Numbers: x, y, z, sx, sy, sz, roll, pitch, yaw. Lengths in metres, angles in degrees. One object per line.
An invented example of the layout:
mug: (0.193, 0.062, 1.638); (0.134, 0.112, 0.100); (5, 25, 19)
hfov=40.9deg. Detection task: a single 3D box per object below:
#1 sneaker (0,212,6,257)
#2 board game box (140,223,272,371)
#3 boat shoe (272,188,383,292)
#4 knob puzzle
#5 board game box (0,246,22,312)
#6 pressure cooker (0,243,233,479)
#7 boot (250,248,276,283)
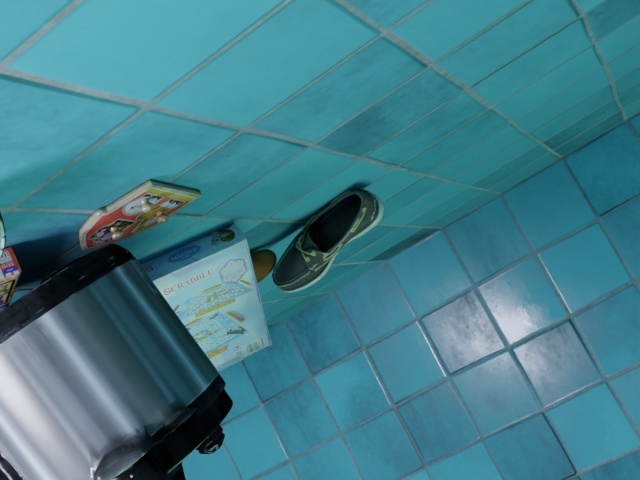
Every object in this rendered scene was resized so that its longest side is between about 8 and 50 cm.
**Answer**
sneaker: (-0.463, 0.014, 1.034); (0.208, 0.082, 0.094); (-33, 166, 27)
board game box: (-0.275, 0.159, 1.759); (0.318, 0.066, 0.318); (-24, 133, -18)
boat shoe: (0.000, 0.000, 1.982); (0.324, 0.117, 0.096); (-40, 156, 17)
knob puzzle: (-0.301, -0.028, 1.369); (0.213, 0.030, 0.213); (-27, 170, -5)
board game box: (-0.535, 0.086, 1.278); (0.146, 0.045, 0.193); (-20, 167, -34)
pressure cooker: (-0.348, 0.263, 1.374); (0.375, 0.420, 0.370); (-33, -175, 33)
boot: (-0.177, 0.055, 1.956); (0.197, 0.073, 0.152); (-29, 164, -21)
